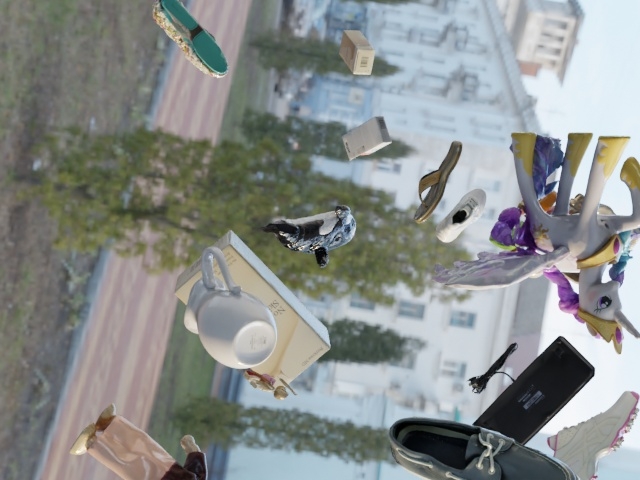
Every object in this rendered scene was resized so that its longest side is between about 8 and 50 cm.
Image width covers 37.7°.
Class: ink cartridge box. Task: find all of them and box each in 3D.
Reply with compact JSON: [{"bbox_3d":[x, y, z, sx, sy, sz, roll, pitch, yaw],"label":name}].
[{"bbox_3d":[0.101,-0.223,2.057,0.115,0.029,0.063,-25,-101,47],"label":"ink cartridge box"}]

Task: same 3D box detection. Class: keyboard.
[{"bbox_3d":[0.475,0.345,2.212,0.317,0.201,0.033,-50,163,20],"label":"keyboard"}]

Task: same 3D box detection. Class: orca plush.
[{"bbox_3d":[0.000,0.000,1.903,0.102,0.151,0.287,67,15,10],"label":"orca plush"}]

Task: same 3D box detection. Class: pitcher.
[{"bbox_3d":[-0.159,0.116,1.616,0.207,0.125,0.178,29,-57,55],"label":"pitcher"}]

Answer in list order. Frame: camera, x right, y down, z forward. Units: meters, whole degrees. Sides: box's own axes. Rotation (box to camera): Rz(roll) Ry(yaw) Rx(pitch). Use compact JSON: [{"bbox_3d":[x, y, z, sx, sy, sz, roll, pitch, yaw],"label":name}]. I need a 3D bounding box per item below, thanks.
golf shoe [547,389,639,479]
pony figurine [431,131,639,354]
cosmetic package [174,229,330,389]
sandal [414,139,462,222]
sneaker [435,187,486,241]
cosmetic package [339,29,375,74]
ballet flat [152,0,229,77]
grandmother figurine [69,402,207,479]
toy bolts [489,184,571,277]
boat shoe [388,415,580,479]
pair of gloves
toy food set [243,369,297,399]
[{"bbox_3d":[0.589,0.441,2.077,0.306,0.140,0.115,-50,154,-10],"label":"golf shoe"},{"bbox_3d":[0.407,-0.006,1.629,0.351,0.303,0.363,10,-76,49],"label":"pony figurine"},{"bbox_3d":[-0.140,0.148,1.949,0.160,0.309,0.113,-42,-166,8],"label":"cosmetic package"},{"bbox_3d":[0.221,-0.119,1.833,0.180,0.049,0.072,-64,-171,4],"label":"sandal"},{"bbox_3d":[0.291,-0.056,1.861,0.152,0.053,0.061,-45,174,-32],"label":"sneaker"},{"bbox_3d":[0.078,-0.408,2.027,0.115,0.041,0.060,-117,-149,-55],"label":"cosmetic package"},{"bbox_3d":[-0.310,-0.478,2.221,0.091,0.241,0.077,-41,-173,-38],"label":"ballet flat"},{"bbox_3d":[-0.297,0.454,1.786,0.208,0.342,0.104,-47,172,-38],"label":"grandmother figurine"},{"bbox_3d":[0.575,-0.012,2.318,0.218,0.158,0.228,-49,-159,-19],"label":"toy bolts"},{"bbox_3d":[0.252,0.355,1.497,0.116,0.319,0.099,-63,144,-25],"label":"boat shoe"},{"bbox_3d":[0.670,0.006,2.380,0.240,0.204,0.042,-54,-179,37],"label":"pair of gloves"},{"bbox_3d":[-0.101,0.266,1.725,0.078,0.122,0.019,39,-81,44],"label":"toy food set"}]
